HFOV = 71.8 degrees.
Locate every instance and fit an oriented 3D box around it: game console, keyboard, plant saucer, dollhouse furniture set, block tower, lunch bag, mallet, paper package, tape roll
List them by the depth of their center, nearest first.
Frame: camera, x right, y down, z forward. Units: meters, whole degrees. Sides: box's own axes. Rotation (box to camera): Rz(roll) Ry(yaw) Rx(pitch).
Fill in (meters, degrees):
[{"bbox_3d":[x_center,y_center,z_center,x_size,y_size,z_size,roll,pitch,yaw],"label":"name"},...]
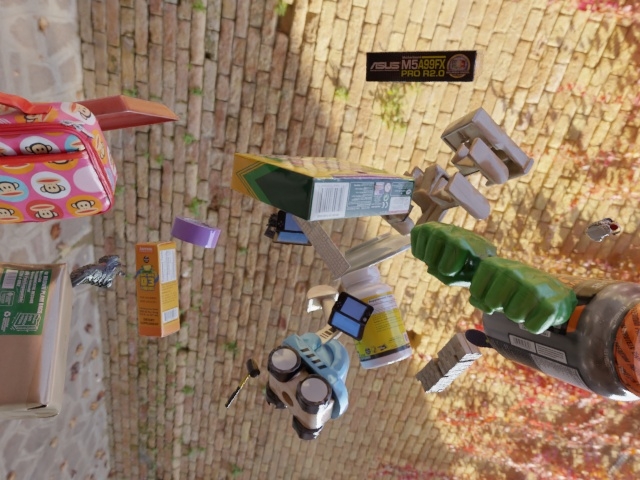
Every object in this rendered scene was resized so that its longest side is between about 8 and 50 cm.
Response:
[{"bbox_3d":[-0.549,-0.154,0.811,0.258,0.293,0.120,95,-15,-50],"label":"lunch bag"},{"bbox_3d":[-0.697,0.244,1.045,0.309,0.168,0.324,-42,-131,55],"label":"paper package"},{"bbox_3d":[-0.531,-0.317,1.113,0.259,0.259,0.047,-50,134,-77],"label":"plant saucer"},{"bbox_3d":[0.000,0.000,1.372,0.014,0.256,0.072,-19,157,-44],"label":"keyboard"},{"bbox_3d":[0.097,0.236,1.387,0.107,0.122,0.071,-61,-177,4],"label":"game console"},{"bbox_3d":[0.449,-0.173,1.389,0.394,0.256,0.362,-55,-166,-20],"label":"dollhouse furniture set"},{"bbox_3d":[-0.267,0.476,1.479,0.189,0.039,0.062,-51,-148,16],"label":"mallet"},{"bbox_3d":[-0.088,-0.046,1.546,0.085,0.144,0.124,38,57,-87],"label":"game console"},{"bbox_3d":[0.500,0.489,1.737,0.335,0.091,0.097,115,-33,-44],"label":"block tower"},{"bbox_3d":[-0.511,-0.036,1.807,0.189,0.189,0.080,-98,-152,-87],"label":"tape roll"},{"bbox_3d":[0.217,0.048,1.858,0.400,0.401,0.100,112,-46,-84],"label":"plant saucer"}]

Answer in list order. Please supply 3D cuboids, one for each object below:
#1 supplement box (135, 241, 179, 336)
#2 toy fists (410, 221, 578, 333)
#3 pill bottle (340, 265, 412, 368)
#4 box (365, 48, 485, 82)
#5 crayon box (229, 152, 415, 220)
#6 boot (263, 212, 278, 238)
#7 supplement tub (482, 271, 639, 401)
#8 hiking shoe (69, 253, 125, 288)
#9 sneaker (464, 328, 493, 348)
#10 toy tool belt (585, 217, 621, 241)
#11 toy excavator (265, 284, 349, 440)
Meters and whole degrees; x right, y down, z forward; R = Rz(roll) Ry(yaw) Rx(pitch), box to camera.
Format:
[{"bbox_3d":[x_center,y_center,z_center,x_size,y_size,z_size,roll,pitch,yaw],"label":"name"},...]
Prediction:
[{"bbox_3d":[-0.411,0.120,1.113,0.080,0.078,0.233,-7,96,-71],"label":"supplement box"},{"bbox_3d":[0.261,0.050,0.715,0.279,0.142,0.096,41,-71,44],"label":"toy fists"},{"bbox_3d":[0.187,0.270,1.578,0.188,0.188,0.333,105,-31,-75],"label":"pill bottle"},{"bbox_3d":[0.239,-0.388,0.973,0.270,0.217,0.060,-44,137,-57],"label":"box"},{"bbox_3d":[0.006,-0.146,1.142,0.313,0.363,0.106,23,-68,43],"label":"crayon box"},{"bbox_3d":[-0.159,-0.047,1.746,0.045,0.121,0.099,-26,-139,64],"label":"boot"},{"bbox_3d":[0.459,0.159,0.782,0.316,0.194,0.193,-177,-82,-73],"label":"supplement tub"},{"bbox_3d":[-0.823,0.137,1.633,0.227,0.086,0.114,-36,118,-49],"label":"hiking shoe"},{"bbox_3d":[0.543,0.327,1.448,0.059,0.144,0.053,33,74,-83],"label":"sneaker"},{"bbox_3d":[0.714,-0.036,1.109,0.051,0.052,0.083,-43,179,-28],"label":"toy tool belt"},{"bbox_3d":[-0.005,0.388,1.553,0.445,0.433,0.222,-26,139,-35],"label":"toy excavator"}]
